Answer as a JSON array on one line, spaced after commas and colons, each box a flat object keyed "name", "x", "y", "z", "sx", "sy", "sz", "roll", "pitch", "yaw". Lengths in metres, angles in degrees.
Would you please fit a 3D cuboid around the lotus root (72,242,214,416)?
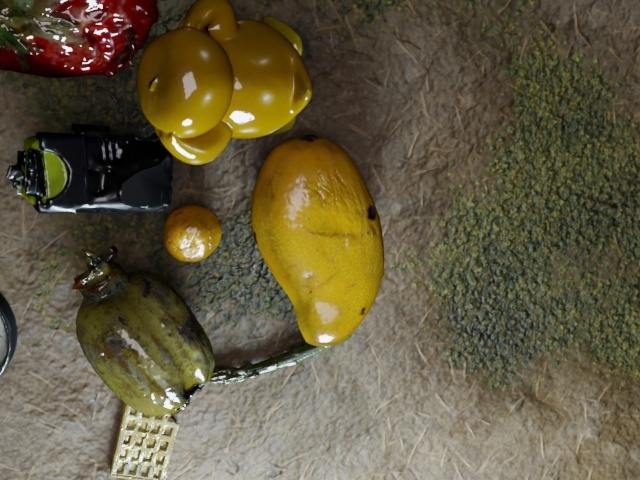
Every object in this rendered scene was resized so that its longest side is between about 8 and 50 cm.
[{"name": "lotus root", "x": -0.256, "y": 0.119, "z": 1.202, "sx": 0.154, "sy": 0.154, "sz": 0.278, "roll": -34, "pitch": 110, "yaw": 0}]

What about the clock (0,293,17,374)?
[{"name": "clock", "x": -0.515, "y": 0.134, "z": 1.208, "sx": 0.184, "sy": 0.040, "sz": 0.185, "roll": -3, "pitch": 106, "yaw": -10}]

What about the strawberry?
[{"name": "strawberry", "x": -0.315, "y": -0.322, "z": 1.035, "sx": 0.274, "sy": 0.220, "sz": 0.274, "roll": 6, "pitch": 139, "yaw": 5}]

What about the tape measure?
[{"name": "tape measure", "x": -0.293, "y": -0.092, "z": 1.110, "sx": 0.199, "sy": 0.186, "sz": 0.112, "roll": 3, "pitch": 95, "yaw": -27}]

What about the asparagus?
[{"name": "asparagus", "x": -0.063, "y": 0.177, "z": 1.313, "sx": 0.236, "sy": 0.027, "sz": 0.034, "roll": -18, "pitch": 103, "yaw": -5}]

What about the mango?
[{"name": "mango", "x": -0.002, "y": -0.003, "z": 1.228, "sx": 0.177, "sy": 0.120, "sz": 0.295, "roll": -18, "pitch": 110, "yaw": -14}]

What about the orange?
[{"name": "orange", "x": -0.178, "y": -0.011, "z": 1.215, "sx": 0.083, "sy": 0.070, "sz": 0.083, "roll": -1, "pitch": 120, "yaw": -2}]

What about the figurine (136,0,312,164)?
[{"name": "figurine", "x": -0.122, "y": -0.200, "z": 1.092, "sx": 0.228, "sy": 0.215, "sz": 0.215, "roll": -3, "pitch": 107, "yaw": -24}]

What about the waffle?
[{"name": "waffle", "x": -0.261, "y": 0.298, "z": 1.314, "sx": 0.092, "sy": 0.021, "sz": 0.135, "roll": 13, "pitch": 104, "yaw": -12}]
